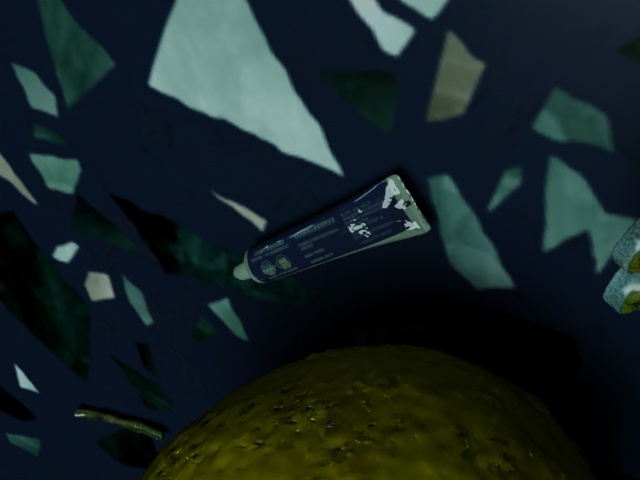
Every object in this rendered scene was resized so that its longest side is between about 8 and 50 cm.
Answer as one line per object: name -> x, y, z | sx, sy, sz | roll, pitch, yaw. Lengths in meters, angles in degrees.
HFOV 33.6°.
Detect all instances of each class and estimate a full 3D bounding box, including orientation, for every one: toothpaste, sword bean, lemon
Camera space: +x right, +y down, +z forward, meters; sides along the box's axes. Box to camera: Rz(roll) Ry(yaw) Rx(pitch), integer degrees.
toothpaste -> 0.000, 0.000, 0.588 | 0.140, 0.021, 0.037 | -22, 110, 39
sword bean -> -0.151, 0.137, 0.798 | 0.083, 0.012, 0.012 | 9, 129, 27
lemon -> 0.018, 0.188, 0.561 | 0.310, 0.258, 0.258 | -21, 112, 40

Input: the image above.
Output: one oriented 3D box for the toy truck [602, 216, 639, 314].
toy truck -> 0.180, -0.018, 0.393 | 0.085, 0.116, 0.191 | 43, 163, 27
